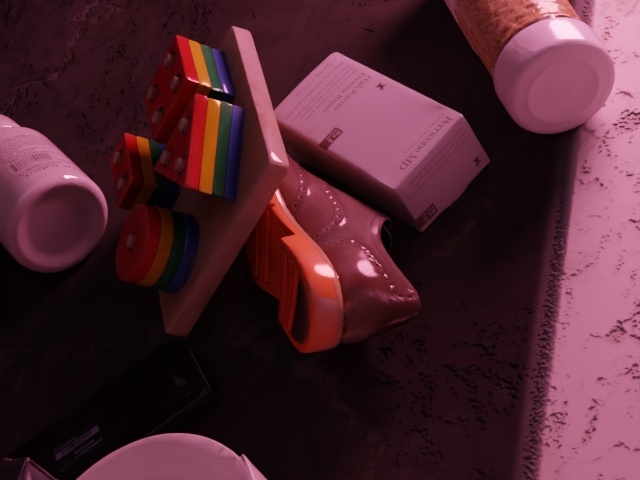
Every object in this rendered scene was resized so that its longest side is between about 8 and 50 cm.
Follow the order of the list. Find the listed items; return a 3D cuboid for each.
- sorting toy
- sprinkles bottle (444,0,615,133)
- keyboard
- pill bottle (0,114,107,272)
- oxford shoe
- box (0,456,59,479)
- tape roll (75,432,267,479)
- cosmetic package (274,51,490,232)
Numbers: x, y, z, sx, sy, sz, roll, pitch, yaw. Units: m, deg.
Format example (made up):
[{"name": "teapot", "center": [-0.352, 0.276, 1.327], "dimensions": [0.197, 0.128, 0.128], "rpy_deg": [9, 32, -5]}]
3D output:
[{"name": "sorting toy", "center": [-0.152, -0.074, 1.723], "dimensions": [0.257, 0.089, 0.255], "rpy_deg": [-57, 31, 31]}, {"name": "sprinkles bottle", "center": [0.206, -0.266, 1.744], "dimensions": [0.121, 0.121, 0.355], "rpy_deg": [-29, 43, 7]}, {"name": "keyboard", "center": [-0.240, 0.243, 1.646], "dimensions": [0.317, 0.033, 0.201], "rpy_deg": [-36, 36, 1]}, {"name": "pill bottle", "center": [-0.366, -0.066, 1.922], "dimensions": [0.131, 0.131, 0.229], "rpy_deg": [-43, 43, -7]}, {"name": "oxford shoe", "center": [0.000, 0.000, 1.670], "dimensions": [0.133, 0.130, 0.363], "rpy_deg": [-5, 34, -15]}, {"name": "box", "center": [-0.395, 0.342, 1.394], "dimensions": [0.293, 0.073, 0.295], "rpy_deg": [-9, 50, 30]}, {"name": "tape roll", "center": [-0.123, 0.319, 1.403], "dimensions": [0.246, 0.169, 0.246], "rpy_deg": [-17, 45, 18]}, {"name": "cosmetic package", "center": [0.062, -0.113, 1.727], "dimensions": [0.117, 0.085, 0.231], "rpy_deg": [-47, 43, -11]}]
